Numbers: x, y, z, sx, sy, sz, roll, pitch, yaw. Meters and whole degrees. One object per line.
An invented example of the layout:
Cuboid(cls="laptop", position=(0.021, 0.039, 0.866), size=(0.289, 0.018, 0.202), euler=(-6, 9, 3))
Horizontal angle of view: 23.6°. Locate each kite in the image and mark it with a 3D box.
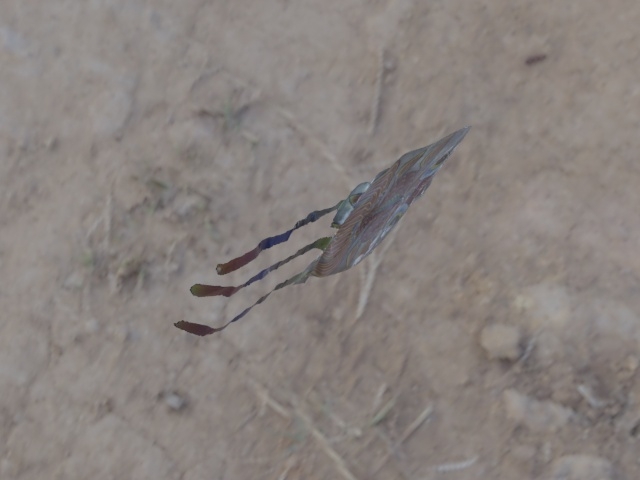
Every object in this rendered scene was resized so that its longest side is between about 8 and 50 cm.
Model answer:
Cuboid(cls="kite", position=(0.002, 0.002, 0.891), size=(0.016, 0.127, 0.229), euler=(45, 43, 17))
